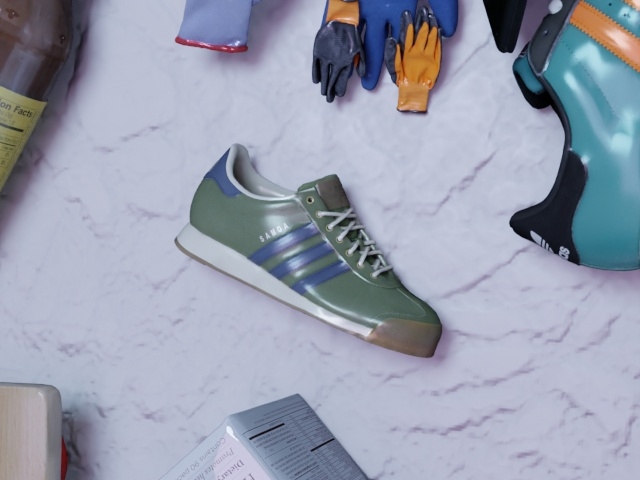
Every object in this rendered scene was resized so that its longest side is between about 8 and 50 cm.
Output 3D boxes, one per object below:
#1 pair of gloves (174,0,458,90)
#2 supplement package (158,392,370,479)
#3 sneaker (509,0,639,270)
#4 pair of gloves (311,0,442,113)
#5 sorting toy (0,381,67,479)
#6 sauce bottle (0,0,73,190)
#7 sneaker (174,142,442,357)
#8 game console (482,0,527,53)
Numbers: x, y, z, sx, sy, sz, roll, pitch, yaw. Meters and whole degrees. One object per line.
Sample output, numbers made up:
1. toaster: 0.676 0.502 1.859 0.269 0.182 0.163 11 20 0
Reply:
1. pair of gloves: -0.005 -0.179 0.711 0.198 0.023 0.159 11 123 -1
2. supplement package: -0.039 0.238 0.692 0.194 0.149 0.203 -43 78 10
3. sneaker: 0.175 -0.134 0.664 0.121 0.108 0.302 6 86 19
4. pair of gloves: 0.036 -0.119 0.724 0.083 0.010 0.074 9 123 2
5. sorting toy: -0.289 0.222 0.789 0.255 0.089 0.257 1 89 15
6. sauce bottle: -0.243 -0.110 0.774 0.111 0.111 0.344 30 95 13
7. sneaker: 0.000 0.000 0.728 0.192 0.064 0.086 24 100 17
8. game console: 0.138 -0.185 0.665 0.071 0.122 0.107 2 134 -5
